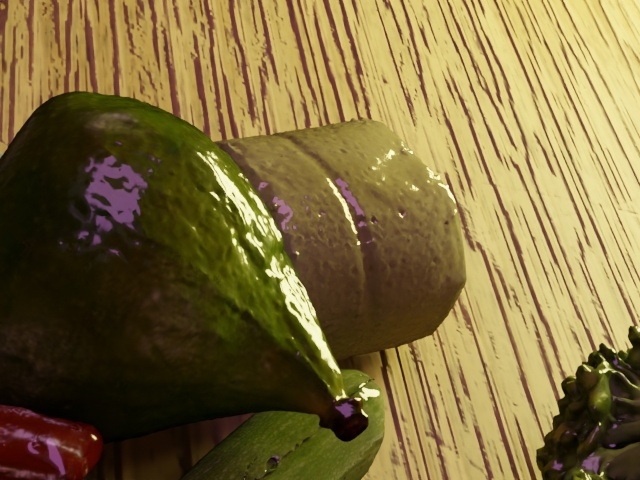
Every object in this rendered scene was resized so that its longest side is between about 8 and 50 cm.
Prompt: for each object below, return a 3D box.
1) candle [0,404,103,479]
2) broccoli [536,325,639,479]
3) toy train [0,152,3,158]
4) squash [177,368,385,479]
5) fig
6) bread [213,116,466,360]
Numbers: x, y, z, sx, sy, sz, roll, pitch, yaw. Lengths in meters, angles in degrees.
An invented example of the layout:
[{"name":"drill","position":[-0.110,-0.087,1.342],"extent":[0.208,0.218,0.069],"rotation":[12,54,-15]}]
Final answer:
[{"name":"candle","position":[-0.265,0.079,0.668],"extent":[0.329,0.048,0.051],"rotation":[10,57,9]},{"name":"broccoli","position":[0.186,0.136,0.735],"extent":[0.180,0.273,0.242],"rotation":[-13,39,10]},{"name":"toy train","position":[-0.252,0.022,0.791],"extent":[0.052,0.051,0.234],"rotation":[25,39,10]},{"name":"squash","position":[-0.039,0.139,0.740],"extent":[0.069,0.069,0.239],"rotation":[36,43,17]},{"name":"fig","position":[-0.083,0.039,0.744],"extent":[0.235,0.203,0.203],"rotation":[28,39,-5]},{"name":"bread","position":[0.000,0.000,0.866],"extent":[0.141,0.134,0.148],"rotation":[-10,59,-33]}]
